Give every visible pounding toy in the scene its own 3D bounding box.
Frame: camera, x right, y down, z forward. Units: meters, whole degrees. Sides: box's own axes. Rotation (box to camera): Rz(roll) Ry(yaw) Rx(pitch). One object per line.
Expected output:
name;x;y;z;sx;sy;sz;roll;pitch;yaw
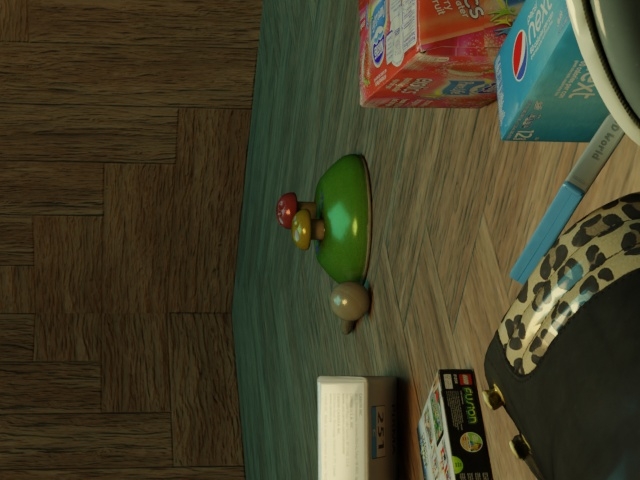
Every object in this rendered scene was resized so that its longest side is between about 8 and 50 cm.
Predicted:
pounding toy;0.000;0.000;1.969;0.183;0.110;0.237;125;145;-75

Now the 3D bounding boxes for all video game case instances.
video game case;0.171;-0.060;0.872;0.166;0.015;0.119;-53;-9;-27

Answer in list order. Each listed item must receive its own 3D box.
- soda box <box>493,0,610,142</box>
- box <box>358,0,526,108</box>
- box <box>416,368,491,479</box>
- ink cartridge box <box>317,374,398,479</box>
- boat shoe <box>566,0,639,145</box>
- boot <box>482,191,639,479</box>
soda box;0.176;-0.139;0.968;0.210;0.071;0.067;112;158;-67
box;0.111;-0.190;1.221;0.257;0.122;0.128;155;116;-80
box;0.129;0.236;1.364;0.114;0.036;0.207;102;166;-52
ink cartridge box;0.060;0.307;1.720;0.261;0.066;0.296;16;-107;-73
boat shoe;0.191;-0.205;0.745;0.099;0.116;0.320;4;100;45
boot;0.165;0.185;0.802;0.284;0.138;0.377;-102;19;-49
